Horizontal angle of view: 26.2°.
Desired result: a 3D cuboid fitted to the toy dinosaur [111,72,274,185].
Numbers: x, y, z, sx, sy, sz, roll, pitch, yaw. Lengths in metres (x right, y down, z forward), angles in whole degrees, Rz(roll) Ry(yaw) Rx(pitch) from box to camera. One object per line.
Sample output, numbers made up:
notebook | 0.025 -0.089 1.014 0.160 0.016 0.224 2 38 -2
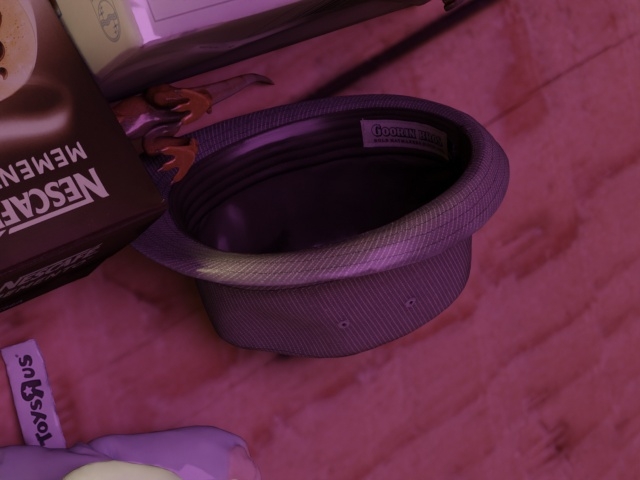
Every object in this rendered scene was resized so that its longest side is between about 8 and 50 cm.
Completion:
toy dinosaur | -0.106 -0.093 0.972 0.211 0.112 0.064 -21 118 -21

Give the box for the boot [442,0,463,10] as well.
boot | 0.066 -0.214 0.864 0.114 0.037 0.106 41 54 -21

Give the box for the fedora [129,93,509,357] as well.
fedora | 0.000 0.000 0.975 0.275 0.244 0.124 -19 123 -15

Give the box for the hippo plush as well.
hippo plush | -0.104 0.189 0.848 0.234 0.236 0.294 -24 92 -28

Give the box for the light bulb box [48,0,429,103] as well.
light bulb box | -0.073 -0.318 0.958 0.358 0.225 0.361 -22 93 -28

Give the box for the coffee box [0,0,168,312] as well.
coffee box | -0.250 -0.098 0.843 0.168 0.119 0.297 -26 84 -44
